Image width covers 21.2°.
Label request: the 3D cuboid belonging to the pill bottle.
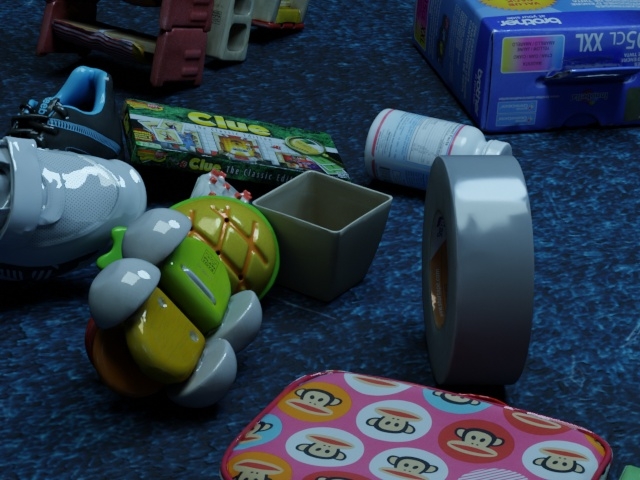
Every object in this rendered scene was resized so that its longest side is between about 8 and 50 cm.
[{"bbox_3d":[0.139,-0.099,2.011,0.160,0.087,0.087,14,29,21],"label":"pill bottle"}]

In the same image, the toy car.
[{"bbox_3d":[-0.154,0.074,1.611,0.136,0.159,0.182,-28,23,35],"label":"toy car"}]

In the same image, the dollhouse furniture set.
[{"bbox_3d":[-0.194,-0.309,2.374,0.201,0.152,0.374,17,13,27],"label":"dollhouse furniture set"}]

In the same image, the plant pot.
[{"bbox_3d":[0.000,0.000,1.795,0.109,0.096,0.109,20,32,29],"label":"plant pot"}]

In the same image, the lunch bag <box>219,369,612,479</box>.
[{"bbox_3d":[0.083,0.199,1.388,0.293,0.120,0.258,13,28,20],"label":"lunch bag"}]

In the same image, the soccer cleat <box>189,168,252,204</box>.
[{"bbox_3d":[-0.123,-0.026,1.878,0.068,0.076,0.196,37,13,-5],"label":"soccer cleat"}]

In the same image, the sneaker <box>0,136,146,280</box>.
[{"bbox_3d":[-0.338,-0.046,1.654,0.365,0.137,0.210,-2,-14,-16],"label":"sneaker"}]

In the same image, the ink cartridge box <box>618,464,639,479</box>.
[{"bbox_3d":[0.274,0.277,1.282,0.160,0.093,0.219,13,29,21],"label":"ink cartridge box"}]

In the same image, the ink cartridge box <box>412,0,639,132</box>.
[{"bbox_3d":[0.308,-0.265,2.289,0.270,0.151,0.395,-4,29,-13],"label":"ink cartridge box"}]

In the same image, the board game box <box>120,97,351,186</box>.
[{"bbox_3d":[-0.101,-0.110,2.017,0.259,0.030,0.136,8,23,-17],"label":"board game box"}]

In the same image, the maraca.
[{"bbox_3d":[-0.131,0.023,1.728,0.185,0.127,0.099,-14,-7,-15],"label":"maraca"}]

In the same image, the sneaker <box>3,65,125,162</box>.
[{"bbox_3d":[-0.330,-0.084,1.884,0.125,0.140,0.341,14,31,17],"label":"sneaker"}]

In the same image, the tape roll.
[{"bbox_3d":[0.146,0.028,1.619,0.072,0.219,0.219,0,27,-6],"label":"tape roll"}]
